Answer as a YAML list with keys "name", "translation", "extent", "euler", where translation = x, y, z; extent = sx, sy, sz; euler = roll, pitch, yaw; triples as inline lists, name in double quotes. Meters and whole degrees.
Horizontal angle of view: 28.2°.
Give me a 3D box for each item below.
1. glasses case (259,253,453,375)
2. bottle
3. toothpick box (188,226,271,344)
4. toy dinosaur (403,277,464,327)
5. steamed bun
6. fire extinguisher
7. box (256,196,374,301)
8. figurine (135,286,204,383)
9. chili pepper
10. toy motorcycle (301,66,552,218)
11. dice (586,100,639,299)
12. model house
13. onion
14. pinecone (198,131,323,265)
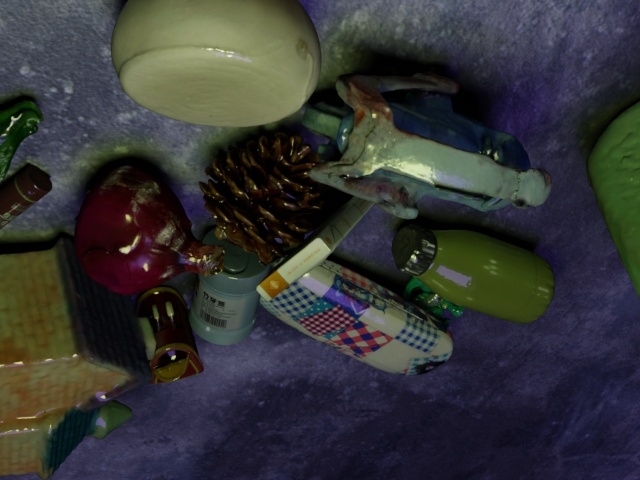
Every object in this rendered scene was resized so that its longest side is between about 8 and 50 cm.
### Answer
- name: "glasses case"
  translation: [0.054, 0.114, 1.894]
  extent: [0.327, 0.076, 0.125]
  euler: [28, 134, -26]
- name: "bottle"
  translation: [0.219, 0.042, 1.857]
  extent: [0.260, 0.112, 0.112]
  euler: [19, 131, -32]
- name: "toothpick box"
  translation: [-0.129, 0.063, 1.792]
  extent: [0.101, 0.101, 0.153]
  euler: [0, 139, -16]
- name: "toy dinosaur"
  translation: [0.161, 0.092, 1.952]
  extent: [0.096, 0.059, 0.132]
  euler: [36, 116, -29]
- name: "steamed bun"
  translation: [-0.113, -0.226, 1.408]
  extent: [0.232, 0.145, 0.232]
  euler: [3, 162, 1]
- name: "fire extinguisher"
  translation: [-0.413, -0.039, 1.637]
  extent: [0.158, 0.043, 0.064]
  euler: [-33, 179, 23]
- name: "box"
  translation: [0.001, 0.001, 1.689]
  extent: [0.122, 0.220, 0.032]
  euler: [-38, 94, 28]
- name: "figurine"
  translation: [-0.216, 0.134, 1.809]
  extent: [0.082, 0.154, 0.098]
  euler: [-11, 137, -11]
- name: "chili pepper"
  translation: [-0.421, -0.098, 1.552]
  extent: [0.216, 0.062, 0.108]
  euler: [-31, 144, 19]
- name: "toy motorcycle"
  translation: [0.134, -0.091, 1.580]
  extent: [0.319, 0.241, 0.182]
  euler: [10, 129, -28]
- name: "dice"
  translation: [0.564, -0.020, 1.717]
  extent: [0.318, 0.322, 0.330]
  euler: [-24, 138, 13]
- name: "model house"
  translation: [-0.377, 0.164, 1.752]
  extent: [0.280, 0.245, 0.312]
  euler: [-8, 143, -20]
- name: "onion"
  translation: [-0.224, 0.006, 1.614]
  extent: [0.198, 0.135, 0.173]
  euler: [25, 135, 17]
- name: "pinecone"
  translation: [-0.069, -0.061, 1.621]
  extent: [0.174, 0.173, 0.173]
  euler: [-8, 140, -7]
